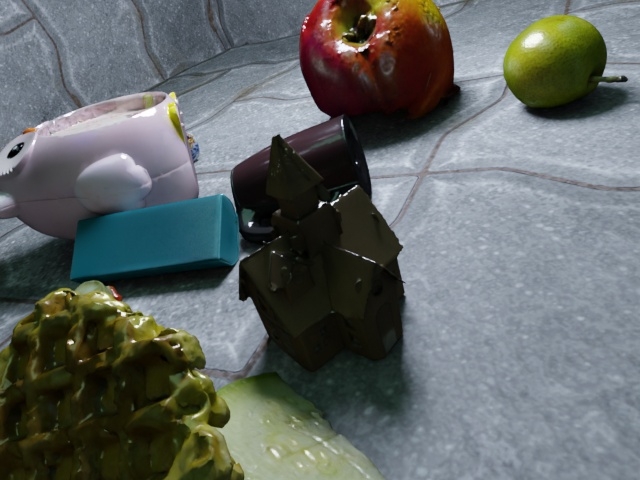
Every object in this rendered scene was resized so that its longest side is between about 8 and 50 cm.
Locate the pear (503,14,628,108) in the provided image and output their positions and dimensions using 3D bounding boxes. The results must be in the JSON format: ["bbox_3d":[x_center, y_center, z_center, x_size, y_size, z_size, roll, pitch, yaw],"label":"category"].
[{"bbox_3d":[0.453,-0.321,0.946,0.180,0.166,0.216,-22,49,-32],"label":"pear"}]

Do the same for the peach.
[{"bbox_3d":[0.147,-0.425,1.188,0.338,0.354,0.416,4,-5,24],"label":"peach"}]

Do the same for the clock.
[{"bbox_3d":[-0.446,-0.135,1.049,0.376,0.251,0.368,-16,30,-8],"label":"clock"}]

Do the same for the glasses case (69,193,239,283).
[{"bbox_3d":[-0.285,0.005,0.872,0.300,0.070,0.117,-8,71,21],"label":"glasses case"}]

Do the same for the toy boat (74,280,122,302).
[{"bbox_3d":[-0.330,0.111,0.748,0.089,0.071,0.185,-23,31,-10],"label":"toy boat"}]

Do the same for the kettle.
[{"bbox_3d":[-0.038,-0.092,0.882,0.232,0.144,0.202,-17,59,17],"label":"kettle"}]

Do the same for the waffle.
[{"bbox_3d":[-0.191,0.192,0.384,0.324,0.068,0.302,27,83,30],"label":"waffle"}]

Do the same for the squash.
[{"bbox_3d":[-0.075,0.242,0.437,0.203,0.155,0.236,7,10,-36],"label":"squash"}]

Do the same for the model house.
[{"bbox_3d":[0.000,0.000,0.563,0.180,0.248,0.176,-36,34,-25],"label":"model house"}]

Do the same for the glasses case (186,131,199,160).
[{"bbox_3d":[-0.417,-0.195,1.292,0.065,0.087,0.248,28,52,37],"label":"glasses case"}]
